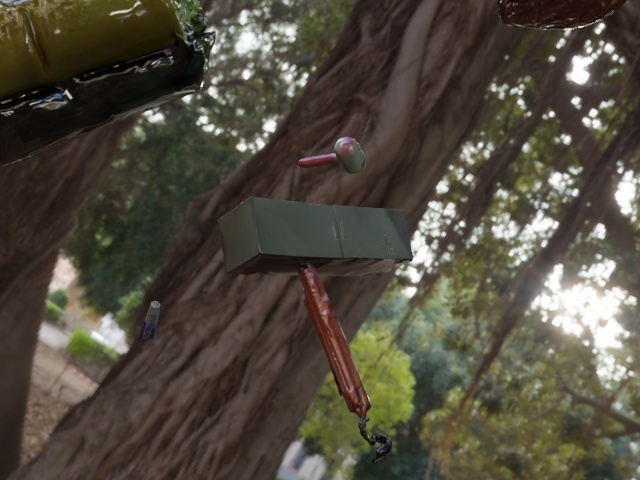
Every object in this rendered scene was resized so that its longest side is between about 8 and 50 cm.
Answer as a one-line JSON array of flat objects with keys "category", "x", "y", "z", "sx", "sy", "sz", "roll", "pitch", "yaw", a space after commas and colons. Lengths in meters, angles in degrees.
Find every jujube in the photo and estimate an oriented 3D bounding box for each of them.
[{"category": "jujube", "x": 0.387, "y": -0.417, "z": 1.341, "sx": 0.168, "sy": 0.168, "sz": 0.236, "roll": 40, "pitch": -29, "yaw": -24}]

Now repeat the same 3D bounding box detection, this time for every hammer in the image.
[{"category": "hammer", "x": 0.012, "y": -0.100, "z": 1.032, "sx": 0.083, "sy": 0.031, "sz": 0.052, "roll": -9, "pitch": -37, "yaw": 18}]

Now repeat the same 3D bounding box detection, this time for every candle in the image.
[{"category": "candle", "x": 0.017, "y": 0.091, "z": 0.639, "sx": 0.167, "sy": 0.021, "sz": 0.026, "roll": 67, "pitch": -29, "yaw": 31}]

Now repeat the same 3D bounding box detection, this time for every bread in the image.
[{"category": "bread", "x": -0.324, "y": -0.260, "z": 1.070, "sx": 0.251, "sy": 0.376, "sz": 0.208, "roll": 54, "pitch": -15, "yaw": 42}]

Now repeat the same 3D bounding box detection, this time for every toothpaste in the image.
[{"category": "toothpaste", "x": -0.249, "y": 0.121, "z": 1.228, "sx": 0.015, "sy": 0.024, "sz": 0.083, "roll": 65, "pitch": -34, "yaw": 37}]

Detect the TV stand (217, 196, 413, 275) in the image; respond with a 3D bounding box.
[{"category": "TV stand", "x": 0.000, "y": 0.000, "z": 1.157, "sx": 0.269, "sy": 0.083, "sz": 0.088, "roll": 2, "pitch": -21, "yaw": -38}]
